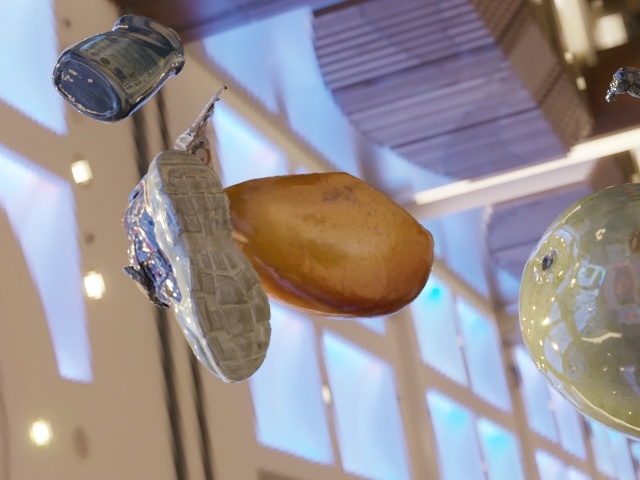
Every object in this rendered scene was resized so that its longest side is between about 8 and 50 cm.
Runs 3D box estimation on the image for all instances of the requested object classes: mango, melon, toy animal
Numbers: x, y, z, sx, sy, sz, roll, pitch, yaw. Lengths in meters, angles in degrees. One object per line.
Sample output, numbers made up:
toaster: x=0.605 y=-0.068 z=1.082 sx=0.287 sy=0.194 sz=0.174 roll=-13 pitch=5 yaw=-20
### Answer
mango: x=0.000 y=0.000 z=2.084 sx=0.350 sy=0.201 sz=0.199 roll=13 pitch=-142 yaw=-30
melon: x=0.364 y=0.080 z=1.530 sx=0.330 sy=0.268 sz=0.268 roll=23 pitch=-138 yaw=-20
toy animal: x=0.503 y=-0.226 z=2.240 sx=0.065 sy=0.135 sz=0.047 roll=102 pitch=-176 yaw=-54

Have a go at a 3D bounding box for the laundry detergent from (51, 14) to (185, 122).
laundry detergent: x=-0.208 y=-0.196 z=1.635 sx=0.096 sy=0.061 sz=0.206 roll=33 pitch=-149 yaw=6

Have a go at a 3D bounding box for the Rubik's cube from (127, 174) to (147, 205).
Rubik's cube: x=-0.203 y=-0.041 z=1.987 sx=0.111 sy=0.111 sz=0.093 roll=27 pitch=-116 yaw=-68

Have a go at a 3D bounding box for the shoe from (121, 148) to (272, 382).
shoe: x=-0.136 y=0.035 z=1.408 sx=0.099 sy=0.125 sz=0.228 roll=-4 pitch=-107 yaw=-53

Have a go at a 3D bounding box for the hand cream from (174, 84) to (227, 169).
hand cream: x=-0.168 y=-0.135 z=2.063 sx=0.050 sy=0.084 sz=0.257 roll=37 pitch=161 yaw=8
